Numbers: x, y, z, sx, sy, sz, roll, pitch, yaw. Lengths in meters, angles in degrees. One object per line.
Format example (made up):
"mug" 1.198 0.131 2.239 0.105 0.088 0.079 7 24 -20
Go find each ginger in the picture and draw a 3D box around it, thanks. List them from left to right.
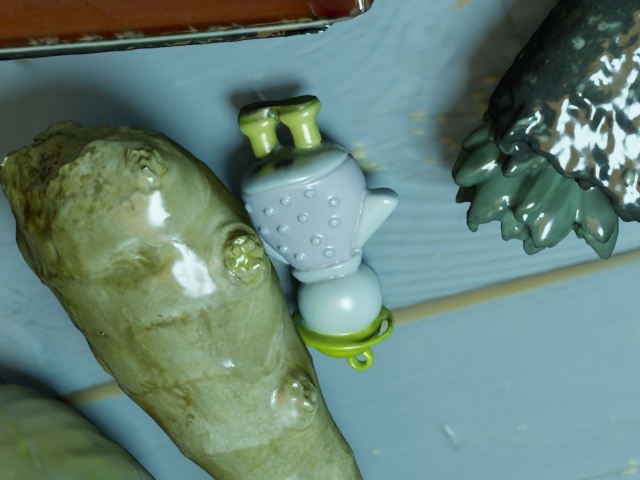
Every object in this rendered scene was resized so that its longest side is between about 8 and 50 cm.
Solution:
"ginger" -0.097 0.093 0.996 0.236 0.166 0.375 -5 106 35

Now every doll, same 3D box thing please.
"doll" 0.000 0.000 1.017 0.129 0.081 0.207 -11 110 22

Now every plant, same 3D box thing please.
"plant" 0.174 -0.074 0.931 0.132 0.129 0.194 30 109 -1

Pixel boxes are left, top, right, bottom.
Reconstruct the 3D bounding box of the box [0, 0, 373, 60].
"box" -0.120 -0.199 0.801 0.344 0.385 0.122 -3 109 11

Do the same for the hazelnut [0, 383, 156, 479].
"hazelnut" -0.224 0.243 1.081 0.261 0.261 0.241 18 152 4
